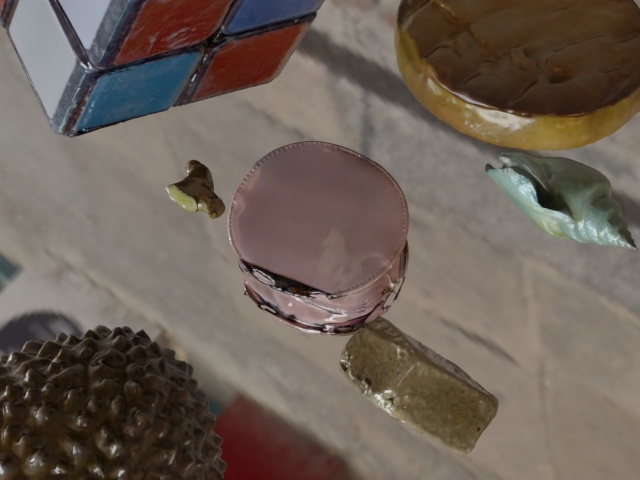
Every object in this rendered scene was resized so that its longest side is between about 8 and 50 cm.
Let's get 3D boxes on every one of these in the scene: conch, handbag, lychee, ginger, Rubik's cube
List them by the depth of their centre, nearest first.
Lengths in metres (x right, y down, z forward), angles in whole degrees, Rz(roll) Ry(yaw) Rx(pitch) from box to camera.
[{"bbox_3d":[0.192,-0.031,1.303,0.180,0.088,0.065,36,128,44],"label":"conch"},{"bbox_3d":[-0.118,-0.043,1.454,0.097,0.048,0.030,-117,39,-55],"label":"ginger"},{"bbox_3d":[0.001,0.000,1.683,0.205,0.179,0.116,21,165,21],"label":"handbag"},{"bbox_3d":[-0.292,0.295,1.772,0.380,0.432,0.380,31,-169,-7],"label":"lychee"},{"bbox_3d":[-0.187,-0.347,1.784,0.316,0.318,0.313,63,148,15],"label":"Rubik's cube"}]

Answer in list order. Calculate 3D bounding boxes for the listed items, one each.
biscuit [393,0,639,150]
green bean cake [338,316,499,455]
[{"bbox_3d":[0.226,-0.211,1.781,0.296,0.296,0.102,34,142,23],"label":"biscuit"},{"bbox_3d":[0.113,0.168,1.836,0.179,0.085,0.109,33,-175,-42],"label":"green bean cake"}]
